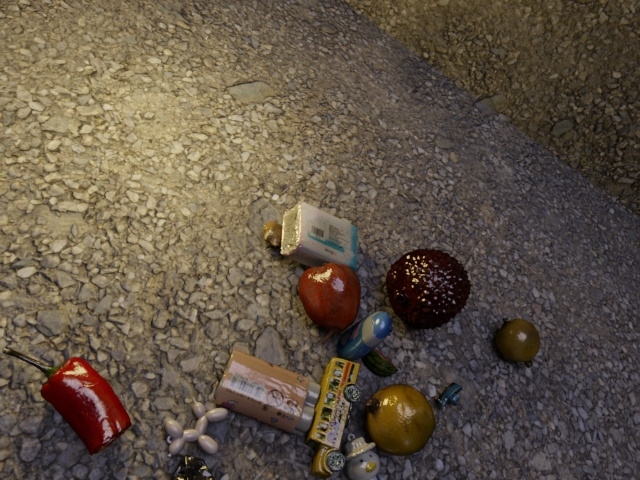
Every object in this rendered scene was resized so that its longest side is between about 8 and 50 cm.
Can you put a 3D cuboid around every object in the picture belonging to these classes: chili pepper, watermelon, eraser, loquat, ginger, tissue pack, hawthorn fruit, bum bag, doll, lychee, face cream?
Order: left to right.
[{"bbox_3d":[-0.622,0.370,1.214,0.131,0.134,0.338,-40,85,-27],"label":"chili pepper"},{"bbox_3d":[-0.364,0.671,1.210,0.102,0.069,0.248,39,61,-10],"label":"bum bag"},{"bbox_3d":[-0.346,0.518,1.312,0.160,0.059,0.161,22,56,-13],"label":"doll"},{"bbox_3d":[-0.155,0.448,1.427,0.291,0.087,0.171,24,56,-9],"label":"eraser"},{"bbox_3d":[-0.149,-0.034,1.726,0.096,0.067,0.165,46,39,11],"label":"ginger"},{"bbox_3d":[0.000,0.002,1.704,0.271,0.124,0.201,24,50,-33],"label":"tissue pack"},{"bbox_3d":[0.034,0.208,1.600,0.211,0.210,0.262,3,79,-25],"label":"hawthorn fruit"},{"bbox_3d":[0.144,0.306,1.544,0.083,0.264,0.149,33,53,-7],"label":"face cream"},{"bbox_3d":[0.146,0.708,1.405,0.138,0.119,0.293,-16,70,-23],"label":"doll"},{"bbox_3d":[0.193,0.419,1.644,0.163,0.087,0.069,40,90,3],"label":"watermelon"},{"bbox_3d":[0.230,0.542,1.483,0.246,0.213,0.213,36,51,-23],"label":"loquat"},{"bbox_3d":[0.383,0.171,1.720,0.330,0.306,0.306,-6,65,-32],"label":"lychee"},{"bbox_3d":[0.771,0.396,1.872,0.172,0.149,0.204,-17,82,-37],"label":"loquat"}]

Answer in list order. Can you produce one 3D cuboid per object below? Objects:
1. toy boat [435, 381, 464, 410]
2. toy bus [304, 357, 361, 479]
[{"bbox_3d":[0.459,0.548,1.685,0.061,0.060,0.137,40,44,24],"label":"toy boat"},{"bbox_3d":[0.035,0.531,1.455,0.123,0.121,0.335,22,55,-2],"label":"toy bus"}]
